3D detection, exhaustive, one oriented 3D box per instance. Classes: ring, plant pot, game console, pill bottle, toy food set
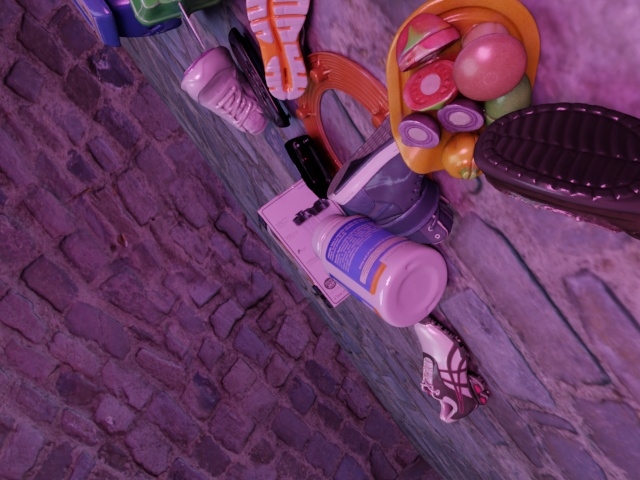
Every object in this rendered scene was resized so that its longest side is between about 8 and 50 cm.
[{"bbox_3d":[0.058,-0.153,0.688,0.336,0.032,0.336,49,166,17],"label":"ring"},{"bbox_3d":[-0.465,-0.596,0.911,0.235,0.212,0.236,57,165,-17],"label":"plant pot"},{"bbox_3d":[-0.074,-0.243,0.795,0.361,0.044,0.213,59,178,-16],"label":"game console"},{"bbox_3d":[0.096,0.038,0.783,0.272,0.152,0.152,35,158,53],"label":"pill bottle"},{"bbox_3d":[0.118,-0.126,0.341,0.128,0.071,0.217,-1,141,16],"label":"toy food set"}]

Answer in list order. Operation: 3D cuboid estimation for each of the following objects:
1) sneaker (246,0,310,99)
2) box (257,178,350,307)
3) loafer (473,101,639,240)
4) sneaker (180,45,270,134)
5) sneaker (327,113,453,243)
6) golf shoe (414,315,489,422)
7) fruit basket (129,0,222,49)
[{"bbox_3d":[-0.060,-0.315,0.580,0.214,0.084,0.083,94,172,-54],"label":"sneaker"},{"bbox_3d":[0.000,0.000,0.975,0.290,0.169,0.087,50,168,5],"label":"box"},{"bbox_3d":[0.217,-0.032,0.281,0.220,0.080,0.078,23,162,27],"label":"loafer"},{"bbox_3d":[-0.176,-0.302,0.842,0.152,0.114,0.305,47,-168,-2],"label":"sneaker"},{"bbox_3d":[0.134,-0.084,0.507,0.164,0.086,0.226,32,142,-14],"label":"sneaker"},{"bbox_3d":[0.274,0.289,0.900,0.272,0.120,0.105,57,167,-11],"label":"golf shoe"},{"bbox_3d":[-0.292,-0.501,0.671,0.353,0.166,0.326,48,160,51],"label":"fruit basket"}]
